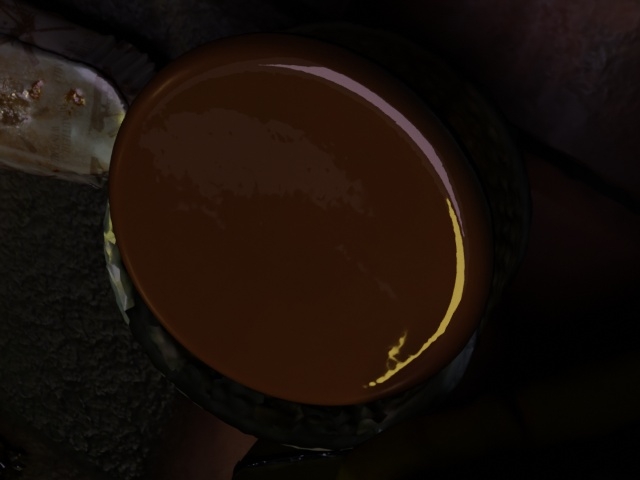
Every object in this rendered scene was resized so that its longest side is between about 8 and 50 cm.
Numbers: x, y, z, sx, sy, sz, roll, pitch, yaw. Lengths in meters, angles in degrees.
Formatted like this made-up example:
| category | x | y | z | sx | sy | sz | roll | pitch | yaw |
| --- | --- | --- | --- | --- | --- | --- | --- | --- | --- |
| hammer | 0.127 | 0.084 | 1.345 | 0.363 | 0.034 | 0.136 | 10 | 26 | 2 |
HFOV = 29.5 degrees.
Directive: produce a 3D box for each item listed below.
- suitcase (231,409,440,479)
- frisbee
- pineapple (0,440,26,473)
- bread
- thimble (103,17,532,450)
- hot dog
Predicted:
| category | x | y | z | sx | sy | sz | roll | pitch | yaw |
| --- | --- | --- | --- | --- | --- | --- | --- | --- | --- |
| suitcase | 0.040 | 0.245 | 0.946 | 0.235 | 0.143 | 0.194 | -12 | 111 | 28 |
| frisbee | -0.018 | -0.003 | 0.734 | 0.250 | 0.021 | 0.251 | 10 | 120 | 17 |
| pineapple | -0.466 | 0.267 | 1.082 | 0.352 | 0.300 | 0.352 | 7 | 121 | 12 |
| bread | 0.179 | 0.189 | 0.750 | 0.376 | 0.208 | 0.251 | -18 | 130 | -8 |
| thimble | 0.000 | 0.000 | 0.829 | 0.270 | 0.150 | 0.271 | 9 | 119 | 18 |
| hot dog | -0.242 | -0.120 | 0.912 | 0.268 | 0.075 | 0.144 | 21 | 127 | 7 |
